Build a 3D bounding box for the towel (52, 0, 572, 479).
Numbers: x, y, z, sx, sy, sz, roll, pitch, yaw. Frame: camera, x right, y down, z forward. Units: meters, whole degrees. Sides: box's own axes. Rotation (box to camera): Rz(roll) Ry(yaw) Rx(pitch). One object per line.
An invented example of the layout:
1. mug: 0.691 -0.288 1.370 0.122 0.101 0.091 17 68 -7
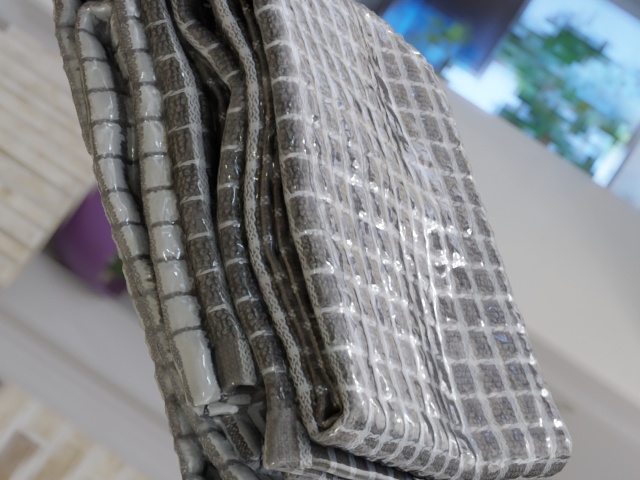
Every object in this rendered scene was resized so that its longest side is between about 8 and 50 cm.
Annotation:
1. towel: 0.000 0.000 0.930 0.121 0.283 0.235 -23 160 18
